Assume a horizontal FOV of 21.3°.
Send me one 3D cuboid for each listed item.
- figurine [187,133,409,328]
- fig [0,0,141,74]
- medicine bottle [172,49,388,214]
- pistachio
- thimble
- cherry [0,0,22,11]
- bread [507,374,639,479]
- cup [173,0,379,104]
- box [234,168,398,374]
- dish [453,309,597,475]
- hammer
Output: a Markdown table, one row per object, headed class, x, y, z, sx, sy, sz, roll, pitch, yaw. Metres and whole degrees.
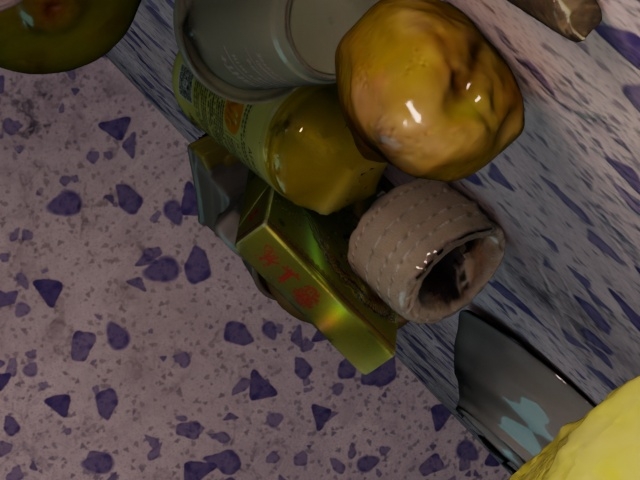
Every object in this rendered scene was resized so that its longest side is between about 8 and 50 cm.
| class | x | y | z | sx | sy | sz | roll | pitch | yaw |
| --- | --- | --- | --- | --- | --- | --- | --- | --- | --- |
| figurine | 0.000 | 0.001 | 1.853 | 0.342 | 0.167 | 0.285 | -8 | -144 | -36 |
| fig | -0.254 | -0.260 | 1.564 | 0.207 | 0.207 | 0.230 | 45 | -167 | -14 |
| medicine bottle | -0.030 | -0.110 | 1.444 | 0.124 | 0.124 | 0.239 | 48 | 174 | -36 |
| pistachio | 0.060 | -0.092 | 1.001 | 0.189 | 0.100 | 0.110 | -103 | -9 | -83 |
| thimble | 0.092 | 0.010 | 1.462 | 0.090 | 0.115 | 0.102 | 42 | 177 | 39 |
| cherry | -0.221 | -0.251 | 0.748 | 0.335 | 0.291 | 0.326 | 14 | 135 | 52 |
| bread | 0.224 | 0.215 | 0.844 | 0.348 | 0.348 | 0.308 | 43 | 170 | 18 |
| cup | -0.026 | -0.148 | 1.141 | 0.120 | 0.120 | 0.141 | 46 | 167 | -25 |
| box | 0.004 | -0.024 | 1.578 | 0.173 | 0.043 | 0.311 | 46 | -158 | -20 |
| dish | 0.252 | 0.221 | 2.006 | 0.316 | 0.106 | 0.316 | 44 | 175 | 5 |
| hammer | 0.045 | -0.164 | 0.892 | 0.125 | 0.027 | 0.297 | 49 | 173 | -39 |
